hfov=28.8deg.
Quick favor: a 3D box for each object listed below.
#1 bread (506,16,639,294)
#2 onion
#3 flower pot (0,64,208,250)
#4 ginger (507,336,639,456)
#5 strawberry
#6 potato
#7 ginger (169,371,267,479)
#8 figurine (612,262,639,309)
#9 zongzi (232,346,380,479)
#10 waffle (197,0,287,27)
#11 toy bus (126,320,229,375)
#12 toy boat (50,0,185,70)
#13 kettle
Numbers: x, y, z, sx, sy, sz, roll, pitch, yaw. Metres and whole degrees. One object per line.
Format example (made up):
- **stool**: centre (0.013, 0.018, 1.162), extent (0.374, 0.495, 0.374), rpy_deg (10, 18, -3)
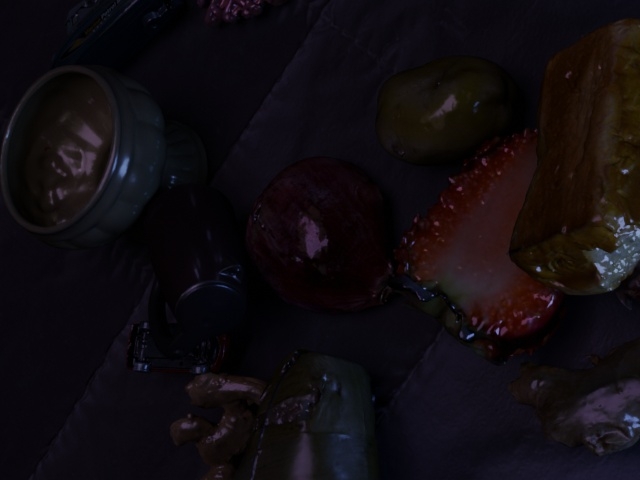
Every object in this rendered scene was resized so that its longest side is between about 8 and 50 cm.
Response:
- **bread**: centre (0.343, -0.098, 1.500), extent (0.195, 0.149, 0.344), rpy_deg (-27, 40, 52)
- **onion**: centre (0.000, 0.000, 1.802), extent (0.283, 0.120, 0.227), rpy_deg (35, 104, 37)
- **flower pot**: centre (-0.339, -0.116, 2.007), extent (0.307, 0.244, 0.307), rpy_deg (-11, 71, 36)
- **ginger**: centre (0.378, 0.174, 1.496), extent (0.333, 0.080, 0.166), rpy_deg (-16, 60, 30)
- **strawberry**: centre (0.246, 0.011, 1.630), extent (0.233, 0.137, 0.306), rpy_deg (34, 73, 20)
- **potato**: centre (0.170, -0.179, 1.708), extent (0.200, 0.137, 0.154), rpy_deg (-1, 77, 38)
- **ginger**: centre (-0.163, 0.300, 1.861), extent (0.149, 0.065, 0.258), rpy_deg (33, 108, 6)
- **figurine**: centre (0.408, 0.057, 1.453), extent (0.102, 0.111, 0.195), rpy_deg (-44, 27, 8)
- **zongzi**: centre (-0.080, 0.349, 1.748), extent (0.393, 0.174, 0.356), rpy_deg (-20, 62, 38)
- **waffle**: centre (-0.124, -0.471, 2.054), extent (0.221, 0.055, 0.234), rpy_deg (-16, 68, 32)
- **toy bus**: centre (-0.210, 0.171, 1.931), extent (0.195, 0.089, 0.081), rpy_deg (-3, 76, 37)
- **toy boat**: centre (-0.370, -0.369, 2.173), extent (0.296, 0.114, 0.122), rpy_deg (-36, 66, 24)
- **kettle**: centre (-0.196, 0.053, 1.849), extent (0.202, 0.144, 0.232), rpy_deg (-45, 34, 19)
